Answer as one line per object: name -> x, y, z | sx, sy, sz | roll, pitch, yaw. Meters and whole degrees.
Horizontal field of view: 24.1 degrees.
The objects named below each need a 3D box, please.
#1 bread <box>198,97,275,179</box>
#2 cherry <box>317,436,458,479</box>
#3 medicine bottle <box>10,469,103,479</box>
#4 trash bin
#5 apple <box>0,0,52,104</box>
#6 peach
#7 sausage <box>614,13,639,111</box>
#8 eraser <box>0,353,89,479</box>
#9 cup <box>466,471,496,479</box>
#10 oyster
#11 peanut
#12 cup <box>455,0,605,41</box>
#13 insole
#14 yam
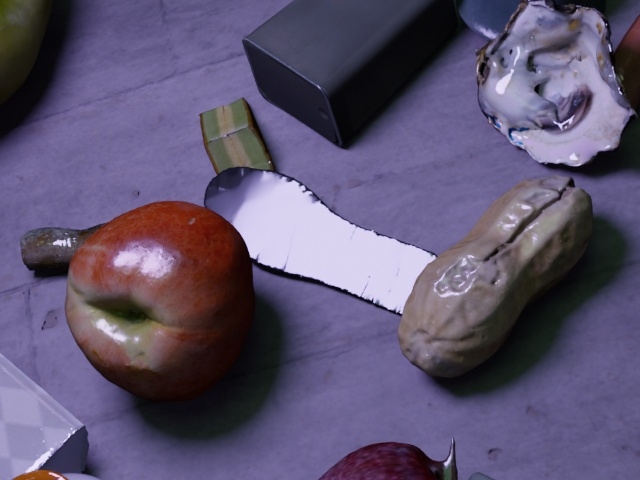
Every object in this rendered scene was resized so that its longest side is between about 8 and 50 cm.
bread -> -0.111, -0.126, 1.984 | 0.074, 0.084, 0.139 | -23, 23, 0
cherry -> 0.064, 0.334, 1.514 | 0.230, 0.203, 0.300 | 37, 87, 30
medicine bottle -> -0.241, 0.338, 1.538 | 0.157, 0.289, 0.157 | -7, 55, 11
trash bin -> 0.046, -0.265, 1.970 | 0.240, 0.122, 0.164 | -42, 57, -16
apple -> -0.598, -0.358, 2.026 | 0.473, 0.473, 0.474 | -7, 55, 11
peach -> -0.179, 0.063, 1.763 | 0.232, 0.256, 0.232 | 4, 102, 18
sausage -> 0.389, -0.215, 1.874 | 0.065, 0.065, 0.169 | 21, 65, 27
eraser -> -0.470, 0.209, 1.818 | 0.397, 0.082, 0.213 | 35, 71, 32
cup -> 0.191, 0.294, 1.601 | 0.083, 0.075, 0.054 | 25, 30, 32
oyster -> 0.291, -0.188, 1.839 | 0.083, 0.214, 0.223 | -11, 71, -41
peanut -> 0.202, 0.035, 1.719 | 0.130, 0.130, 0.290 | 34, 69, 32
cup -> 0.274, -0.363, 1.927 | 0.199, 0.150, 0.199 | -1, 53, 2
insole -> 0.000, 0.000, 1.849 | 0.348, 0.009, 0.119 | 24, 78, 23
yam -> -0.258, 0.000, 1.912 | 0.253, 0.061, 0.061 | -7, 56, 13
